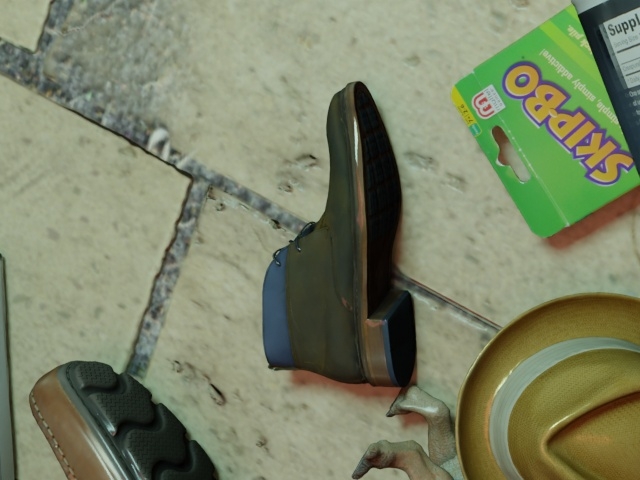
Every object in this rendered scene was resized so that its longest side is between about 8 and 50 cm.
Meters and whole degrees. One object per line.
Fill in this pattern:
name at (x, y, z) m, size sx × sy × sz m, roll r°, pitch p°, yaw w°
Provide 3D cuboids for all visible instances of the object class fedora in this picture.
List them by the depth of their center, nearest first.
fedora at (0.186, 0.125, 0.974) m, size 0.194 × 0.079 × 0.194 m, roll 0°, pitch 93°, yaw -10°

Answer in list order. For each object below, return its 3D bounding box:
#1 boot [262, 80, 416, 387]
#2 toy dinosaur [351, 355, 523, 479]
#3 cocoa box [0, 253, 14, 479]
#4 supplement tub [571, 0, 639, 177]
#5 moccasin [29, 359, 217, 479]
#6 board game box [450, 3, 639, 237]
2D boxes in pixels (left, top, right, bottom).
boot at (0.000, 0.000, 1.072) m, size 0.106 × 0.082 × 0.219 m, roll -2°, pitch 102°, yaw 22°
toy dinosaur at (0.099, 0.225, 1.061) m, size 0.200 × 0.127 × 0.295 m, roll 32°, pitch 96°, yaw 4°
cocoa box at (-0.426, 0.138, 1.143) m, size 0.228 × 0.347 × 0.231 m, roll 5°, pitch 103°, yaw 24°
supplement tub at (0.252, -0.107, 0.839) m, size 0.191 × 0.191 × 0.272 m, roll -20°, pitch 93°, yaw 26°
moccasin at (-0.120, 0.269, 1.162) m, size 0.147 × 0.139 × 0.380 m, roll -27°, pitch 98°, yaw 18°
board game box at (0.217, -0.115, 0.976) m, size 0.259 × 0.039 × 0.124 m, roll -32°, pitch 86°, yaw 23°
